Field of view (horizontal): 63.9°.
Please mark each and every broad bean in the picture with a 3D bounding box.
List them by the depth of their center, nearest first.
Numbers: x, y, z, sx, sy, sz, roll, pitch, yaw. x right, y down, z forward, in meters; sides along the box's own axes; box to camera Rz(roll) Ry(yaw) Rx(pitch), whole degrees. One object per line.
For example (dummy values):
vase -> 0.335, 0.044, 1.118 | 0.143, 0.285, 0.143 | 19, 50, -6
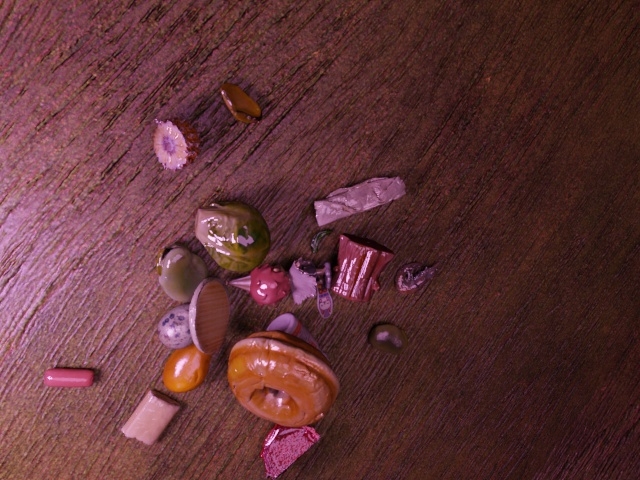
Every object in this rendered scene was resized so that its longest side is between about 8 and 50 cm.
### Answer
broad bean -> -0.479, 0.115, 1.771 | 0.169, 0.100, 0.228 | -42, 117, -7
broad bean -> 0.292, 0.416, 2.160 | 0.174, 0.082, 0.124 | 28, 93, -26

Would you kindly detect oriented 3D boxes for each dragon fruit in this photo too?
dragon fruit -> -0.136, 0.826, 2.059 | 0.261, 0.163, 0.189 | -41, 148, -12

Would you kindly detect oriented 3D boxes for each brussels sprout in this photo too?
brussels sprout -> -0.301, -0.025, 1.753 | 0.271, 0.210, 0.219 | 22, 116, -14

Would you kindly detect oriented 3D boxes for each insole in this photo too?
insole -> 0.013, 0.221, 2.044 | 0.065, 0.004, 0.197 | -15, 108, -18

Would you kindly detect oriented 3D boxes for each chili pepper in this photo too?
chili pepper -> -0.005, -0.006, 1.969 | 0.118, 0.035, 0.055 | -53, 128, -13

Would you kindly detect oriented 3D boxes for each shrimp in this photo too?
shrimp -> 0.409, 0.138, 2.164 | 0.223, 0.047, 0.126 | -34, 103, -10

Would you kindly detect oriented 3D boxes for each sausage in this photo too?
sausage -> -0.845, 0.462, 1.726 | 0.154, 0.062, 0.062 | 9, 99, -24

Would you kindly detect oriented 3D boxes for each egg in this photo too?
egg -> -0.480, 0.296, 1.789 | 0.181, 0.141, 0.141 | -43, 115, -20

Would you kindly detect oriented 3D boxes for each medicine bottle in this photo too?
medicine bottle -> -0.087, 0.409, 1.975 | 0.144, 0.144, 0.252 | -41, 117, -8

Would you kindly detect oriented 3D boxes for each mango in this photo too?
mango -> -0.470, 0.447, 1.850 | 0.147, 0.109, 0.227 | 36, 88, -1

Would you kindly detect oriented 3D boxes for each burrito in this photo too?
burrito -> 0.153, -0.165, 1.968 | 0.392, 0.076, 0.117 | -20, 108, -16

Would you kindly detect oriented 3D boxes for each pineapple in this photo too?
pineapple -> -0.444, -0.325, 1.674 | 0.137, 0.161, 0.176 | -32, 114, -53

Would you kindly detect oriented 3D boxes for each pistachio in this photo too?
pistachio -> -0.276, -0.456, 1.741 | 0.173, 0.049, 0.089 | 39, 64, -23

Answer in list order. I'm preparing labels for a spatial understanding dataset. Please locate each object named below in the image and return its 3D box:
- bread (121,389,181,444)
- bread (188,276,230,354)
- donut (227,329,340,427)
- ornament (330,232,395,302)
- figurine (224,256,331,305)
bread -> -0.612, 0.645, 1.864 | 0.139, 0.060, 0.178 | 35, 88, -25
bread -> -0.386, 0.260, 1.782 | 0.040, 0.267, 0.267 | 0, 106, 16
donut -> -0.137, 0.503, 1.844 | 0.449, 0.449, 0.198 | 50, 39, -24
ornament -> 0.151, 0.108, 1.967 | 0.221, 0.235, 0.218 | 23, 101, 19
figurine -> -0.152, 0.151, 1.884 | 0.387, 0.166, 0.207 | -6, 135, -7
